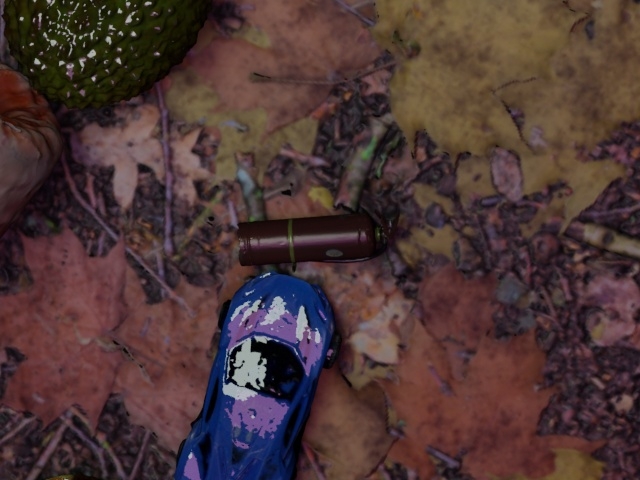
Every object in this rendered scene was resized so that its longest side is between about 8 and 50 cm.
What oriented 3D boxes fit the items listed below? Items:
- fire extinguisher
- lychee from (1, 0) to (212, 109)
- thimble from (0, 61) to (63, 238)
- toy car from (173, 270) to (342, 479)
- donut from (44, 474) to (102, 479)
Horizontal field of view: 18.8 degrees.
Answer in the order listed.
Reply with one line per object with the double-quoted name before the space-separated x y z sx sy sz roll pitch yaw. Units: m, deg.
"fire extinguisher" 0.000 0.000 1.550 0.132 0.039 0.056 -4 134 5
"lychee" -0.167 -0.179 1.457 0.171 0.171 0.171 1 102 4
"thimble" -0.325 -0.081 1.463 0.239 0.239 0.162 35 101 -4
"toy car" -0.051 0.132 1.570 0.103 0.063 0.216 17 103 1
"donut" -0.207 0.259 1.612 0.140 0.059 0.140 1 102 5
